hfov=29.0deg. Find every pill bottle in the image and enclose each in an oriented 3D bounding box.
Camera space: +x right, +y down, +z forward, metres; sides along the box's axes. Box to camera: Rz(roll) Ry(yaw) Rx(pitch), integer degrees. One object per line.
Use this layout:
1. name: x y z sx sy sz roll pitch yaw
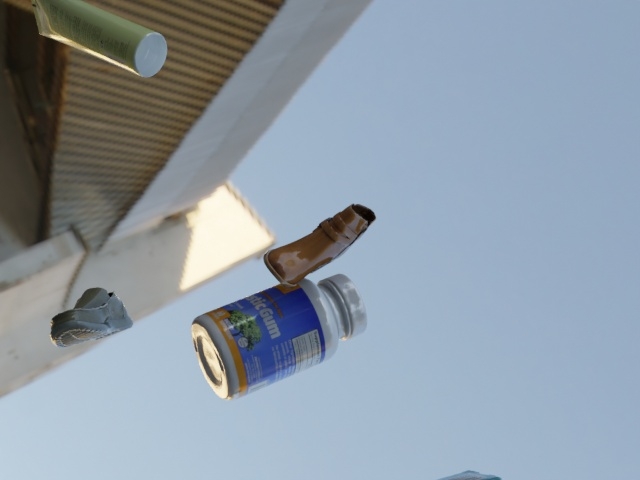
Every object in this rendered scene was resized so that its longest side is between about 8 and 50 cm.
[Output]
1. pill bottle: -0.065 0.151 2.069 0.152 0.272 0.152 48 -30 40

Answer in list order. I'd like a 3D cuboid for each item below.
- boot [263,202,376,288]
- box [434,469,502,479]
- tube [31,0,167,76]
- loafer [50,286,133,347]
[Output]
1. boot: 0.000 0.000 2.000 0.152 0.197 0.073 -39 -96 23
2. box: 0.210 0.419 1.562 0.100 0.060 0.244 163 -86 -72
3. tube: -0.309 -0.285 1.660 0.240 0.062 0.070 25 -82 32
4. loafer: -0.420 0.134 2.220 0.094 0.251 0.087 -22 -96 10
